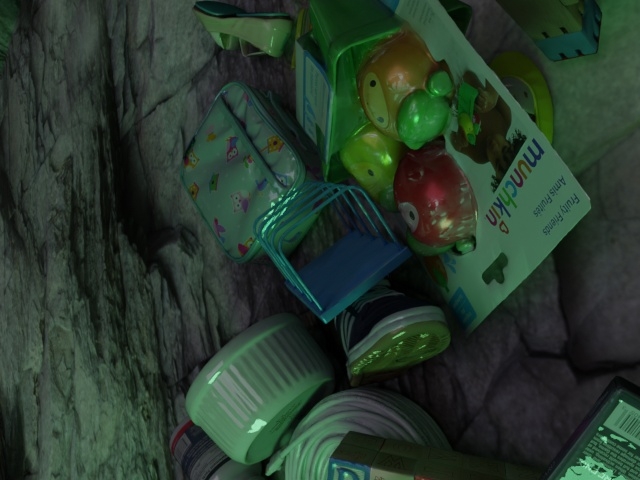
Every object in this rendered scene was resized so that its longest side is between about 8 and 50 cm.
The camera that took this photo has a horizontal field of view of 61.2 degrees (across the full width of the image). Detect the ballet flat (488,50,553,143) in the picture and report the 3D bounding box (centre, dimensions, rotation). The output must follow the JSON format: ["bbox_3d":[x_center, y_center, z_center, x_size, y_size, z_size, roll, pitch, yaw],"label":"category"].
[{"bbox_3d":[0.214,-0.110,0.596,0.077,0.077,0.231,-9,80,36],"label":"ballet flat"}]

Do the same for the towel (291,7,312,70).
[{"bbox_3d":[0.048,-0.316,0.804,0.237,0.021,0.102,6,91,42],"label":"towel"}]

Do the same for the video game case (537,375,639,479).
[{"bbox_3d":[0.244,0.264,0.413,0.196,0.026,0.275,30,113,15],"label":"video game case"}]

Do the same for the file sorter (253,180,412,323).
[{"bbox_3d":[0.000,0.000,0.626,0.118,0.105,0.170,-38,16,-9],"label":"file sorter"}]

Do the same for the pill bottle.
[{"bbox_3d":[-0.159,0.370,0.883,0.180,0.107,0.108,37,111,38],"label":"pill bottle"}]

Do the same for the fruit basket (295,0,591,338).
[{"bbox_3d":[0.095,-0.091,0.576,0.327,0.165,0.353,95,156,-64],"label":"fruit basket"}]

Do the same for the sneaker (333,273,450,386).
[{"bbox_3d":[0.064,0.076,0.633,0.282,0.099,0.153,100,160,-67],"label":"sneaker"}]

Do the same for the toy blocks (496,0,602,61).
[{"bbox_3d":[0.231,-0.353,0.495,0.190,0.260,0.382,2,81,45],"label":"toy blocks"}]

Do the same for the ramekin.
[{"bbox_3d":[-0.073,0.212,0.758,0.109,0.207,0.207,43,115,26],"label":"ramekin"}]

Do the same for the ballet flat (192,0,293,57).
[{"bbox_3d":[-0.145,-0.369,0.953,0.248,0.086,0.086,29,106,39],"label":"ballet flat"}]

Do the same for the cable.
[{"bbox_3d":[0.063,0.323,0.697,0.257,0.089,0.257,48,117,33],"label":"cable"}]

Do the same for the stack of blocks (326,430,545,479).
[{"bbox_3d":[0.152,0.312,0.534,0.296,0.087,0.171,6,91,17],"label":"stack of blocks"}]

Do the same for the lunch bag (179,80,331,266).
[{"bbox_3d":[-0.112,-0.116,0.876,0.224,0.107,0.279,-54,55,26],"label":"lunch bag"}]
